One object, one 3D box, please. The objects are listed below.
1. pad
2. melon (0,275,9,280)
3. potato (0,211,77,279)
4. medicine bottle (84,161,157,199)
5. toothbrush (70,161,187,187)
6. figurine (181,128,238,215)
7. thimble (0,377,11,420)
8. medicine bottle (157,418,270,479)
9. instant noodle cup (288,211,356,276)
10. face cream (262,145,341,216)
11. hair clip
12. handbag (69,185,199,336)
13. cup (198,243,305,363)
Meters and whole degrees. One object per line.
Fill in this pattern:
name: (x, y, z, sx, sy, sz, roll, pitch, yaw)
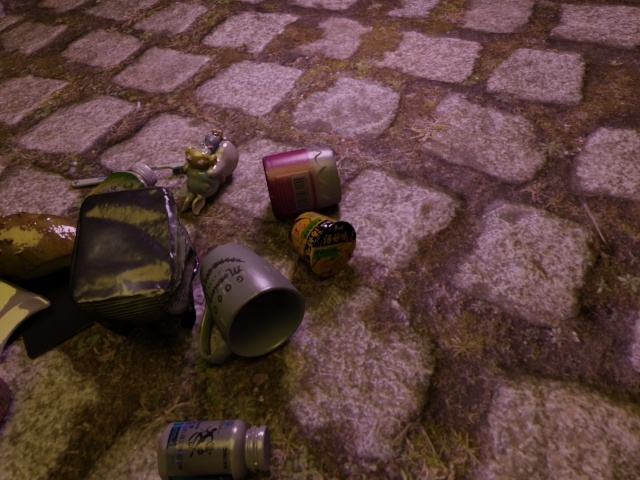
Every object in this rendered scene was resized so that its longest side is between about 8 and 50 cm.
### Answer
pad: (-0.692, 0.169, 1.225, 0.160, 0.009, 0.265, -32, 51, -20)
melon: (-0.853, 0.049, 1.325, 0.098, 0.054, 0.182, -9, 52, 4)
potato: (-0.738, 0.014, 1.250, 0.299, 0.141, 0.175, -1, 79, -15)
medicine bottle: (-0.584, -0.144, 1.440, 0.132, 0.088, 0.188, 16, 52, 20)
toothbrush: (-0.612, -0.212, 1.537, 0.387, 0.040, 0.040, -8, 48, 0)
figurine: (-0.344, -0.201, 1.427, 0.127, 0.155, 0.235, 22, 58, 7)
thimble: (-0.784, 0.344, 0.976, 0.239, 0.162, 0.239, -5, 45, 5)
medicine bottle: (-0.194, 0.392, 0.897, 0.192, 0.107, 0.107, -4, 48, 3)
instant noodle cup: (0.000, 0.000, 1.213, 0.151, 0.151, 0.122, -34, 43, -22)
face cream: (-0.052, -0.166, 1.340, 0.195, 0.175, 0.175, -11, 48, -4)
hair clip: (-0.836, 0.155, 1.183, 0.282, 0.113, 0.172, 35, 61, -3)
handbag: (-0.414, 0.061, 1.119, 0.248, 0.240, 0.340, -10, 55, -7)
cup: (-0.197, 0.148, 1.095, 0.258, 0.186, 0.234, -49, 46, 1)
